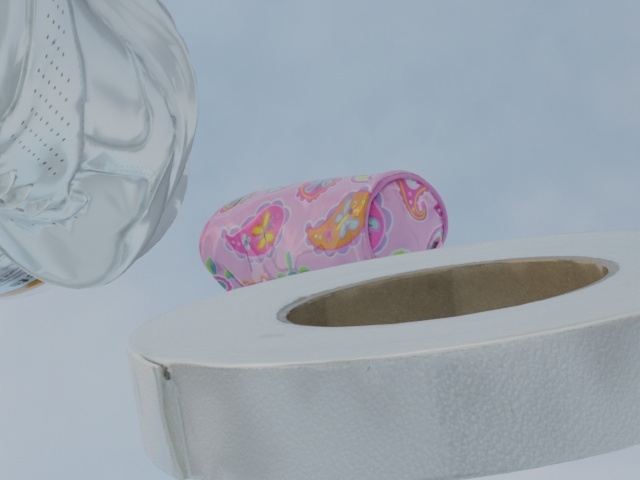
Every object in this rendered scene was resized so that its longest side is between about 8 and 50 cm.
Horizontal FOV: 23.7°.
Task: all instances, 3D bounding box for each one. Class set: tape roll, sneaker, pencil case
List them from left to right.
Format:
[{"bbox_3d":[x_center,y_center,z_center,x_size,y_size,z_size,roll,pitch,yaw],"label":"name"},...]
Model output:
[{"bbox_3d":[-0.096,-0.044,0.373,0.090,0.115,0.232,11,-33,15],"label":"sneaker"},{"bbox_3d":[0.000,0.000,1.553,0.124,0.124,0.284,42,-30,-27],"label":"pencil case"},{"bbox_3d":[0.078,0.060,0.918,0.392,0.392,0.072,-8,-83,9],"label":"tape roll"}]

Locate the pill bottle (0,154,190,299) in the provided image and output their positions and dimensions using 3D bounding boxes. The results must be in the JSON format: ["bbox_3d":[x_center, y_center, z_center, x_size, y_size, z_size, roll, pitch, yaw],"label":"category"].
[{"bbox_3d":[-0.151,-0.048,0.596,0.136,0.136,0.246,-22,-14,19],"label":"pill bottle"}]
